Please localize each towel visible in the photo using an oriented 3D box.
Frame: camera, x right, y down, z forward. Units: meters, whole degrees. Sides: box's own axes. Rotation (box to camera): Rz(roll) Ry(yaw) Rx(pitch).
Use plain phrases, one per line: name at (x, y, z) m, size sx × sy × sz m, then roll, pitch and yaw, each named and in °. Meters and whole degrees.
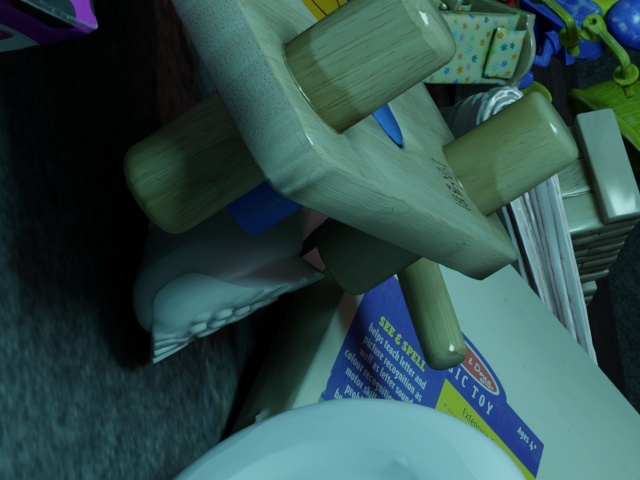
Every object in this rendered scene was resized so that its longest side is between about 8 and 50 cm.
towel at (0.134, 0.050, 1.246) m, size 0.332 × 0.053 × 0.317 m, roll -175°, pitch -108°, yaw -82°

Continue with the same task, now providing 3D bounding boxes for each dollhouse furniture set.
dollhouse furniture set at (0.119, -0.195, 1.192) m, size 0.182 × 0.101 × 0.161 m, roll -4°, pitch 113°, yaw -41°

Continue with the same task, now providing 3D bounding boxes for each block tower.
block tower at (0.181, 0.006, 1.385) m, size 0.335 × 0.097 × 0.091 m, roll 98°, pitch -22°, yaw -68°

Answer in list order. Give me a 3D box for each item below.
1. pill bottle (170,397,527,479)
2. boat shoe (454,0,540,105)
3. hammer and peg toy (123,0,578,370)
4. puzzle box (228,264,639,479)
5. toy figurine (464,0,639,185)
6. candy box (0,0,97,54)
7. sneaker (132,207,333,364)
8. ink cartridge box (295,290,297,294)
pill bottle at (0.039, 0.236, 0.726) m, size 0.181 × 0.181 × 0.323 m, roll -81°, pitch 156°, yaw -51°
boat shoe at (0.168, -0.186, 1.665) m, size 0.254 × 0.095 × 0.079 m, roll 63°, pitch 32°, yaw -25°
hammer and peg toy at (0.008, -0.096, 0.731) m, size 0.266 × 0.127 × 0.361 m, roll 63°, pitch 15°, yaw 19°
puzzle box at (0.126, 0.170, 0.950) m, size 0.409 × 0.052 × 0.272 m, roll 48°, pitch 36°, yaw -17°
toy figurine at (0.245, -0.213, 1.393) m, size 0.362 × 0.217 × 0.191 m, roll 44°, pitch -20°, yaw 47°
candy box at (-0.145, -0.186, 0.520) m, size 0.159 × 0.071 × 0.233 m, roll 17°, pitch 65°, yaw -73°
sneaker at (-0.047, -0.010, 0.789) m, size 0.235 × 0.090 × 0.095 m, roll -46°, pitch 112°, yaw -77°
ink cartridge box at (0.000, 0.000, 1.028) m, size 0.048 × 0.028 × 0.083 m, roll 36°, pitch 47°, yaw -69°
